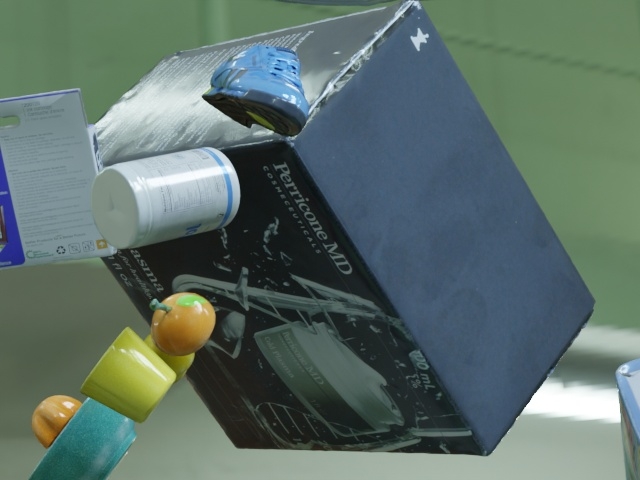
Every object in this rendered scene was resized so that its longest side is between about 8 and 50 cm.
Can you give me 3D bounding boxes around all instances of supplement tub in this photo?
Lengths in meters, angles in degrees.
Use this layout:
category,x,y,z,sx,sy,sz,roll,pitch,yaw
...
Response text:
category,x,y,z,sx,sy,sz,roll,pitch,yaw
supplement tub,-0.126,-0.035,1.528,0.107,0.071,0.071,-14,-7,-40

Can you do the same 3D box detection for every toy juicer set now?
category,x,y,z,sx,sy,sz,roll,pitch,yaw
toy juicer set,-0.207,0.159,1.719,0.089,0.209,0.329,36,-53,0

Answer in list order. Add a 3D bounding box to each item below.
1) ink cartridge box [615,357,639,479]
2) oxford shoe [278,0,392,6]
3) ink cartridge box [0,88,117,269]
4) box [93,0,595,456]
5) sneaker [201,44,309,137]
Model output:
category,x,y,z,sx,sy,sz,roll,pitch,yaw
ink cartridge box,0.331,0.297,1.372,0.151,0.270,0.395,-15,-49,1
oxford shoe,0.108,-0.287,1.766,0.449,0.169,0.130,-5,-21,13
ink cartridge box,-0.348,-0.069,2.116,0.206,0.208,0.045,-7,25,2
box,0.000,0.000,2.325,0.471,0.297,0.480,-7,-56,47
sneaker,-0.048,-0.144,1.676,0.069,0.082,0.209,36,-4,-18
